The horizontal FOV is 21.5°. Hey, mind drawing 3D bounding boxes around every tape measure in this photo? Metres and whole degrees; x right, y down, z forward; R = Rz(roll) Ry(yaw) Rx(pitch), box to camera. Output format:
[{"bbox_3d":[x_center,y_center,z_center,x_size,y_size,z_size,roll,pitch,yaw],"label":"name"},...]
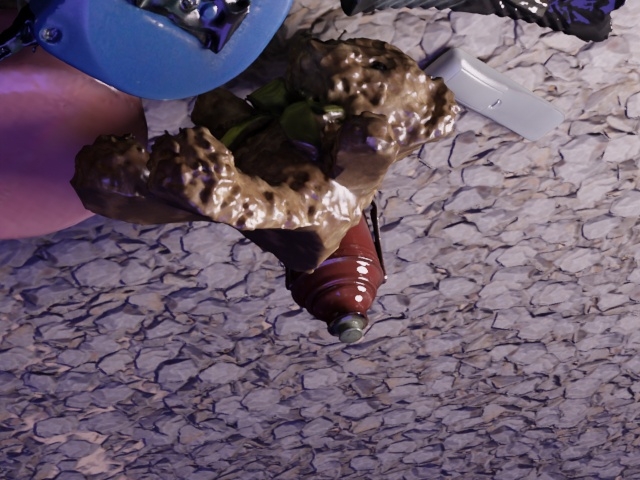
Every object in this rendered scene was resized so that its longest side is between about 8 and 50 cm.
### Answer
[{"bbox_3d":[-0.165,-0.166,1.354,0.215,0.098,0.351,24,110,-44],"label":"tape measure"}]

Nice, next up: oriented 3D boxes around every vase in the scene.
[{"bbox_3d":[0.137,-0.231,1.470,0.237,0.115,0.115,1,143,-13],"label":"vase"}]

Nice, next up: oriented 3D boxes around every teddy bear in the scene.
[{"bbox_3d":[-0.035,-0.097,1.451,0.296,0.222,0.246,20,171,-41],"label":"teddy bear"}]

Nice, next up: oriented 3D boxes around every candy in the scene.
[{"bbox_3d":[-0.271,-0.098,1.505,0.255,0.094,0.255,-10,145,-7],"label":"candy"}]

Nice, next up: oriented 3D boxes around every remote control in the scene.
[{"bbox_3d":[0.175,-0.139,1.672,0.050,0.027,0.184,-36,141,29],"label":"remote control"}]

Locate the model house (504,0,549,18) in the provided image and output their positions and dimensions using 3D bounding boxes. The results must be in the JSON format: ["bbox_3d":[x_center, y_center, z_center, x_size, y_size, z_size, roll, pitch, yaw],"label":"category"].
[{"bbox_3d":[0.115,-0.344,1.268,0.218,0.205,0.278,21,101,-37],"label":"model house"}]

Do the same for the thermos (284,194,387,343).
[{"bbox_3d":[0.003,0.000,1.625,0.099,0.232,0.124,-2,145,-18],"label":"thermos"}]
